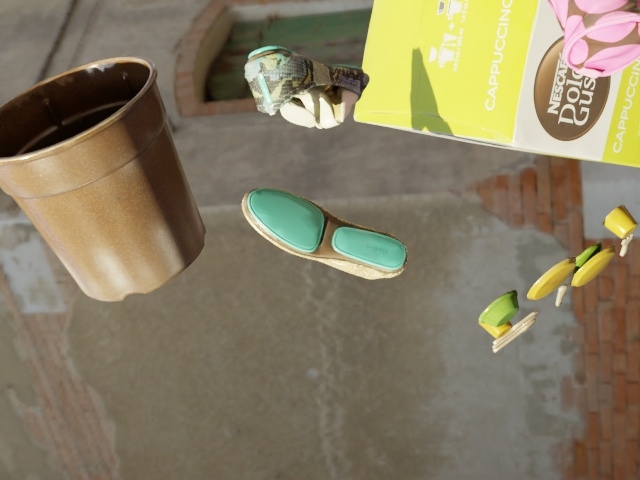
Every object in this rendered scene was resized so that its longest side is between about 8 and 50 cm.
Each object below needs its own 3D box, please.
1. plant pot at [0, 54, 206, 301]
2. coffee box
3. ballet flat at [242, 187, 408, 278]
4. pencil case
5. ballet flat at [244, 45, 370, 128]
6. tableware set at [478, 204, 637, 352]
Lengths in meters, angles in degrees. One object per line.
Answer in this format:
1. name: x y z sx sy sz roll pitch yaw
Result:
1. plant pot: -0.185 -0.048 0.783 0.167 0.167 0.165 -76 -31 -52
2. coffee box: 0.296 -0.296 1.284 0.335 0.338 0.337 4 -80 -35
3. ballet flat: 0.000 0.000 1.066 0.067 0.206 0.073 131 162 -67
4. pencil case: 0.240 -0.250 0.862 0.098 0.095 0.209 -46 46 42
5. ballet flat: -0.007 -0.135 0.853 0.188 0.070 0.070 -5 -88 -57
6. tableware set: 0.189 0.027 0.730 0.024 0.154 0.104 52 175 24
